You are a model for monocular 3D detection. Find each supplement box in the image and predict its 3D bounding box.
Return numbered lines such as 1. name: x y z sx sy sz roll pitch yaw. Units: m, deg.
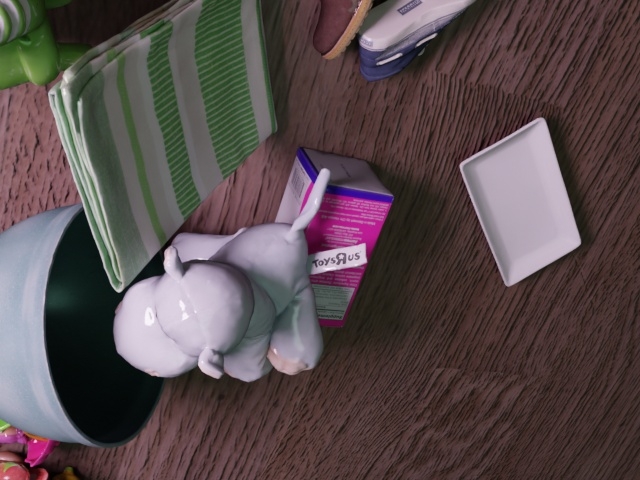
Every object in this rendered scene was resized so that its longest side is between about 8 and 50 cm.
1. supplement box: 0.000 0.000 1.043 0.114 0.111 0.220 8 119 -25

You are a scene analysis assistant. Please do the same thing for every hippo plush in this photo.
1. hippo plush: -0.104 0.095 0.899 0.294 0.236 0.234 -21 99 28

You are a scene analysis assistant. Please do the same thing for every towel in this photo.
1. towel: -0.144 -0.136 0.807 0.038 0.325 0.248 15 134 21

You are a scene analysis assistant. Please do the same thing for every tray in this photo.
1. tray: 0.312 -0.057 1.169 0.145 0.030 0.270 -30 126 1

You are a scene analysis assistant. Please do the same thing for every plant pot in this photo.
1. plant pot: -0.331 0.100 0.912 0.196 0.293 0.293 -4 127 15

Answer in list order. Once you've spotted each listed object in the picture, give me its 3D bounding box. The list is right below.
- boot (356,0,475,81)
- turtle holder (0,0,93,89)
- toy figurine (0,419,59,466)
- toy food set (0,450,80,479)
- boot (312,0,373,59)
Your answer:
1. boot: 0.126 -0.277 0.950 0.190 0.069 0.086 -29 156 -12
2. turtle holder: -0.333 -0.217 0.655 0.227 0.320 0.243 -17 159 -15
3. toy figurine: -0.446 0.260 1.064 0.173 0.130 0.159 -5 135 9
4. toy food set: -0.440 0.359 1.131 0.128 0.071 0.218 -16 148 37
5. boot: -0.025 -0.348 0.848 0.207 0.090 0.248 15 119 -13
